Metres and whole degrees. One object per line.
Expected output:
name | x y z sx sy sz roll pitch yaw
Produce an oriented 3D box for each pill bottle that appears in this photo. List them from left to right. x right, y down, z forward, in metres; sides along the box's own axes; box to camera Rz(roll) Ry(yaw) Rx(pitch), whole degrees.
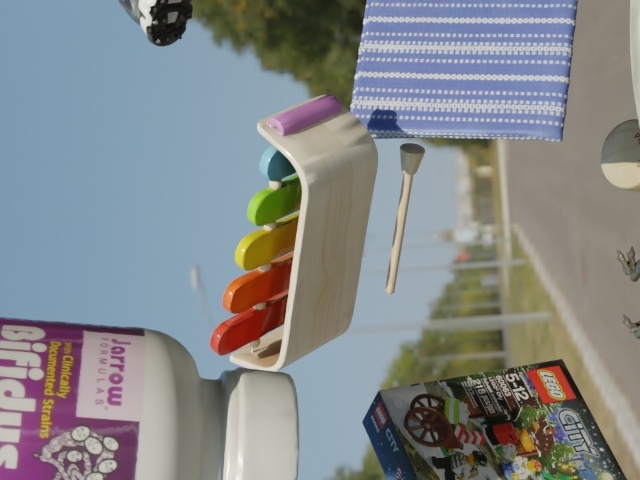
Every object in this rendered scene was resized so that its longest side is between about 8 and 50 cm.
pill bottle | -0.170 0.133 0.908 0.169 0.302 0.169 -175 90 -80

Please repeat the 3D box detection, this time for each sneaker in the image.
sneaker | -0.171 -0.331 1.555 0.078 0.106 0.234 -18 -43 -46

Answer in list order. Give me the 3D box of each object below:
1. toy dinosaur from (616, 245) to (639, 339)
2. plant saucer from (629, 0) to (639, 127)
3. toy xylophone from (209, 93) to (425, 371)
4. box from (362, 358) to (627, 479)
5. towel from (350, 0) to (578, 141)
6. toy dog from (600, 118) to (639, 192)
toy dinosaur | 0.364 0.050 1.570 0.118 0.064 0.268 145 144 -69
plant saucer | 0.398 -0.155 1.213 0.400 0.101 0.400 0 -90 -48
toy xylophone | 0.000 0.000 1.579 0.236 0.081 0.322 -18 -51 -49
box | 0.146 0.198 1.021 0.233 0.159 0.044 65 150 32
towel | 0.167 -0.258 1.635 0.040 0.243 0.336 58 -142 -60
toy dog | 0.482 -0.084 1.614 0.220 0.334 0.161 -4 -64 -58
